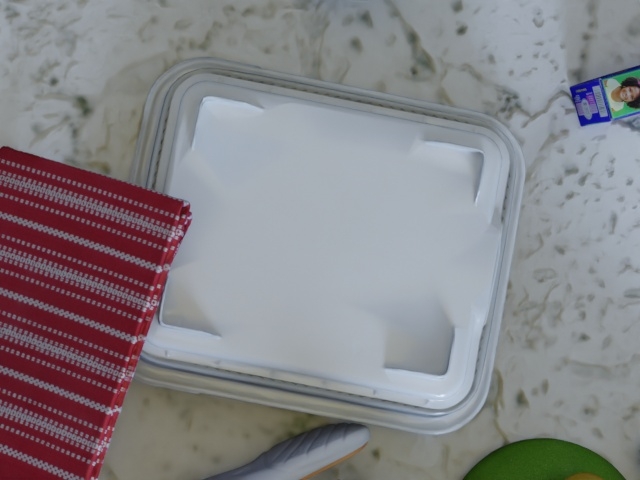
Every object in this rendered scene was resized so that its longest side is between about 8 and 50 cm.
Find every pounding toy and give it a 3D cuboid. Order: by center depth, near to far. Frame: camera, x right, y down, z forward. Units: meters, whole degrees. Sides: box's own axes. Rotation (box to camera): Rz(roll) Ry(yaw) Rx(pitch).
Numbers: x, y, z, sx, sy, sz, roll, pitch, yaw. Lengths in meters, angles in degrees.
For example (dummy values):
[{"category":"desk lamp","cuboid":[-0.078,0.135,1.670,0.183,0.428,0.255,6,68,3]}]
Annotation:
[{"category":"pounding toy","cuboid":[0.228,0.253,1.659,0.236,0.110,0.183,-7,84,-10]}]

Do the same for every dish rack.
[{"category":"dish rack","cuboid":[0.000,0.000,1.642,0.332,0.072,0.286,11,81,-4]}]

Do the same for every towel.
[{"category":"towel","cuboid":[-0.229,0.074,1.605,0.198,0.031,0.275,17,84,24]}]

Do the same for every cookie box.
[{"category":"cookie box","cuboid":[0.282,-0.132,1.699,0.107,0.092,0.040,-17,93,-9]}]

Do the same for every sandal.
[{"category":"sandal","cuboid":[-0.068,0.232,1.628,0.265,0.102,0.076,-22,97,-13]}]
